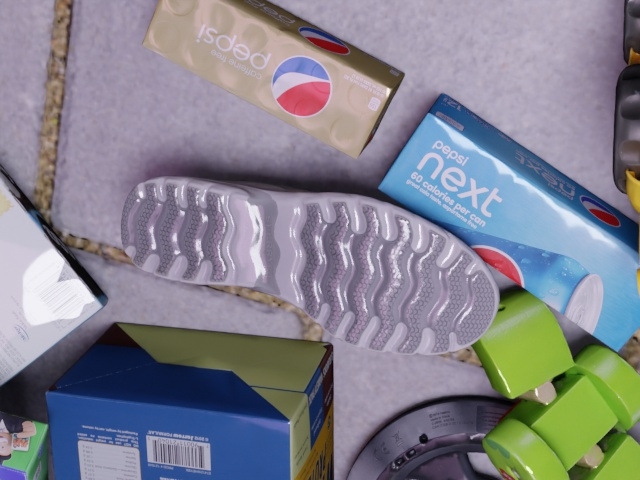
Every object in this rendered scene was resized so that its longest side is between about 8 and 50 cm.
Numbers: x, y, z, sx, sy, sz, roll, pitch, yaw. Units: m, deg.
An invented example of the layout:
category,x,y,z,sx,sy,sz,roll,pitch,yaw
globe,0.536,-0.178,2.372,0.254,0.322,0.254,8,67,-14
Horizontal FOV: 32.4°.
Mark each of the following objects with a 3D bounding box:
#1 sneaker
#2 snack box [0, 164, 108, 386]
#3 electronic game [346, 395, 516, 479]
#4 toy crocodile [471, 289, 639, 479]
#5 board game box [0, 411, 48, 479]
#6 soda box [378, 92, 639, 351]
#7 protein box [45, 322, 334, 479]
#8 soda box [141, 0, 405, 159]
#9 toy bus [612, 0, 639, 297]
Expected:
category,x,y,z,sx,sy,sz,roll,pitch,yaw
sneaker,0.000,0.000,0.819,0.281,0.115,0.105,18,105,14
snack box,-0.348,-0.017,0.899,0.187,0.060,0.322,-37,98,-3
electronic game,0.129,0.238,0.909,0.229,0.048,0.229,3,104,11
toy crocodile,0.217,0.187,0.821,0.115,0.105,0.340,-40,95,-14
board game box,-0.334,0.215,0.917,0.213,0.046,0.317,16,141,0
soda box,0.151,-0.015,0.798,0.210,0.067,0.071,35,115,1
protein box,-0.098,0.193,0.906,0.199,0.136,0.201,4,111,13
soda box,-0.034,-0.133,0.808,0.181,0.058,0.061,28,115,3
toy bus,0.266,-0.057,0.706,0.149,0.220,0.211,2,144,16
